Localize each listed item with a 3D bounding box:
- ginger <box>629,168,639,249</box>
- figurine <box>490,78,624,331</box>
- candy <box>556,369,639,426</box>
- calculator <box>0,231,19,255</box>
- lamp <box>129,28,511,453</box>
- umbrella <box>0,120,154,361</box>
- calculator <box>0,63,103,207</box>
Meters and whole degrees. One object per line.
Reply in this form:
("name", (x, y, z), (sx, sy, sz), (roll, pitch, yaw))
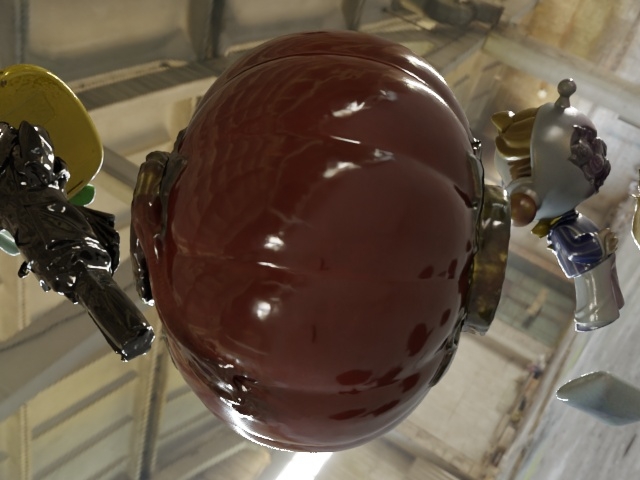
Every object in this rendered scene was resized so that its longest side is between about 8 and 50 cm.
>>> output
("ginger", (0.495, 0.011, 0.942), (0.138, 0.267, 0.152), (-45, -5, 20))
("figurine", (0.283, -0.032, 0.877), (0.194, 0.133, 0.274), (9, -114, -50))
("candy", (0.584, 0.320, 1.528), (0.138, 0.174, 0.071), (-37, 33, 47))
("calculator", (-0.482, -0.026, 1.125), (0.021, 0.095, 0.153), (-38, -53, 6))
("lamp", (0.000, 0.000, 0.552), (0.303, 0.257, 0.302), (5, -90, -88))
("umbrella", (-0.261, -0.009, 0.734), (0.118, 0.340, 0.118), (-29, -36, -24))
("calculator", (-0.344, -0.112, 0.940), (0.146, 0.032, 0.234), (-45, -36, -22))
